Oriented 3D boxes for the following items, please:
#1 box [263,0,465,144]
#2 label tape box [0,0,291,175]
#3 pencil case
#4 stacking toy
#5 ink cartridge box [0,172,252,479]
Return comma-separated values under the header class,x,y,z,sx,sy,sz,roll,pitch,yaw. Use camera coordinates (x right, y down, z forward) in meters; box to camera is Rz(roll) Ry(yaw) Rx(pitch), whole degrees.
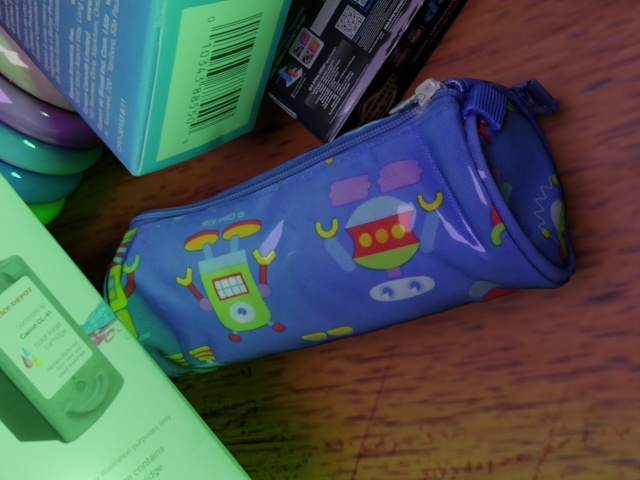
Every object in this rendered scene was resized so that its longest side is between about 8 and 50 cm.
class,x,y,z,sx,sy,sz,roll,pitch,yaw
box,0.017,-0.196,0.509,0.175,0.051,0.220,44,113,25
label tape box,-0.159,-0.248,0.473,0.347,0.115,0.249,47,141,20
pencil case,0.000,0.000,0.479,0.306,0.119,0.133,-19,109,31
stacking toy,-0.281,-0.046,0.663,0.141,0.141,0.330,50,119,22
ink cartridge box,-0.210,0.112,0.518,0.306,0.131,0.226,50,145,-1
